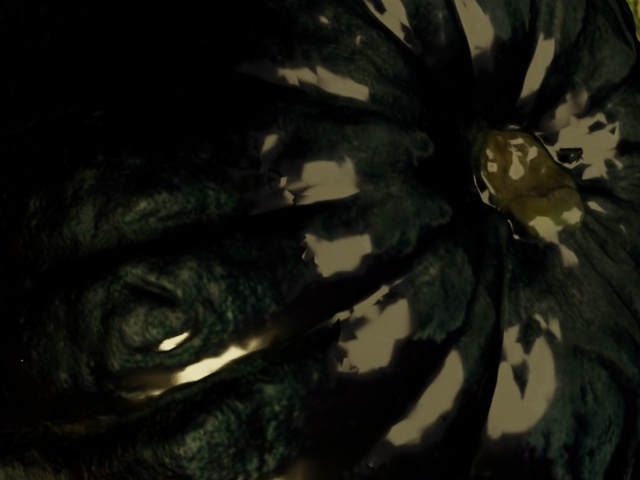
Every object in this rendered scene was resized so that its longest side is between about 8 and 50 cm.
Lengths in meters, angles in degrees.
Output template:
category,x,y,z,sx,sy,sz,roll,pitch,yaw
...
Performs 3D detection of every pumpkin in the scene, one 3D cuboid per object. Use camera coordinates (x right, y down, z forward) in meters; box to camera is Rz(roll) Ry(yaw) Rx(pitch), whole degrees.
category,x,y,z,sx,sy,sz,roll,pitch,yaw
pumpkin,0.000,0.000,0.797,0.363,0.266,0.363,11,73,-39
